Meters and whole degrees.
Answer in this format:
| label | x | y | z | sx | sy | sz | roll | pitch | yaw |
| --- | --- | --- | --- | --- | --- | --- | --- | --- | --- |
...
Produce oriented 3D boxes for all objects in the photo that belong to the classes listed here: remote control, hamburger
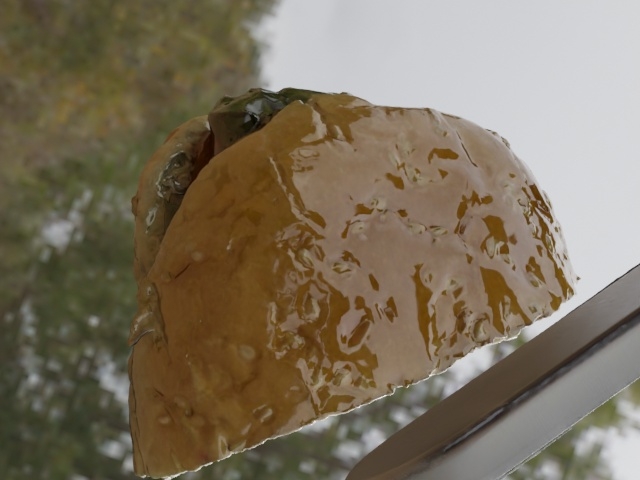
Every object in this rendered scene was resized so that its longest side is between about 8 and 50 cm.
| label | x | y | z | sx | sy | sz | roll | pitch | yaw |
| --- | --- | --- | --- | --- | --- | --- | --- | --- | --- |
| remote control | 0.110 | 0.027 | 0.688 | 0.245 | 0.022 | 0.077 | -32 | -174 | -21 |
| hamburger | -0.002 | -0.002 | 1.244 | 0.330 | 0.209 | 0.162 | -27 | -174 | -28 |
